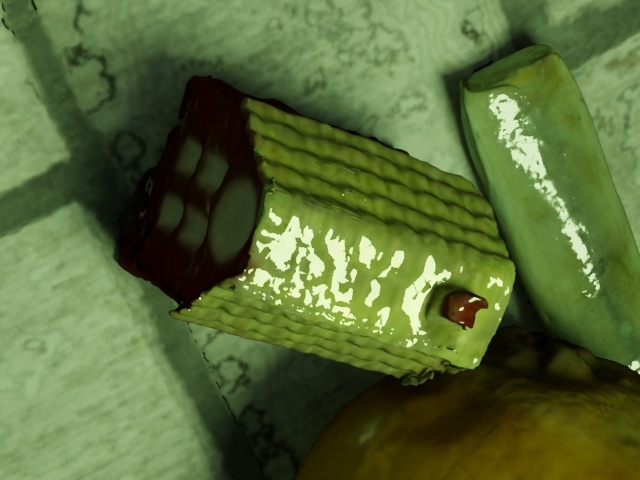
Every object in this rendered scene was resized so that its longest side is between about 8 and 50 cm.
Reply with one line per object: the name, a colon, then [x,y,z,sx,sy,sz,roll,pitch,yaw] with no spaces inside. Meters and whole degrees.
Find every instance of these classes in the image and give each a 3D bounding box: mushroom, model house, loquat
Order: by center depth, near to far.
model house: [0.000,0.000,1.043,0.196,0.254,0.160,19,94,-26]
loquat: [0.130,0.224,1.120,0.328,0.328,0.328,-6,107,-20]
mushroom: [0.196,-0.001,1.217,0.100,0.081,0.312,-31,109,-14]
